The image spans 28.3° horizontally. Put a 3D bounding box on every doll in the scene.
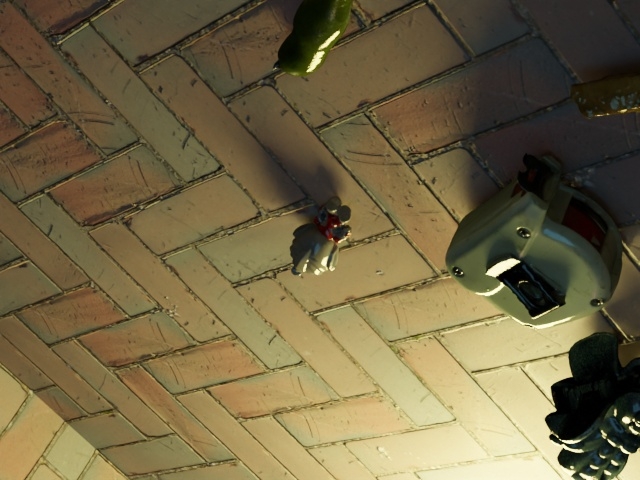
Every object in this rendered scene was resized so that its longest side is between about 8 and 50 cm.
[{"bbox_3d":[0.000,0.000,2.098,0.094,0.079,0.180,42,131,9],"label":"doll"}]

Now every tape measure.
[{"bbox_3d":[0.317,0.019,1.859,0.246,0.125,0.243,38,143,-9],"label":"tape measure"}]

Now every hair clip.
[{"bbox_3d":[0.482,0.271,2.012,0.206,0.194,0.310,34,143,-24],"label":"hair clip"}]

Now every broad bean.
[{"bbox_3d":[0.023,-0.308,1.738,0.098,0.056,0.318,43,139,-16],"label":"broad bean"}]

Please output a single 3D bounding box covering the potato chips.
[{"bbox_3d":[0.478,-0.197,1.513,0.407,0.080,0.057,-7,92,53],"label":"potato chips"}]
